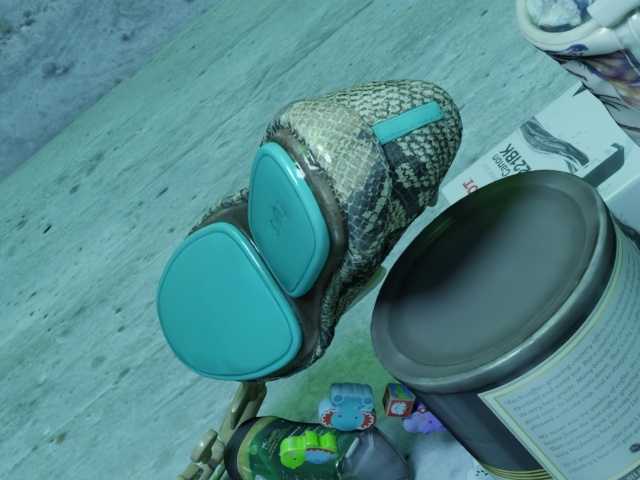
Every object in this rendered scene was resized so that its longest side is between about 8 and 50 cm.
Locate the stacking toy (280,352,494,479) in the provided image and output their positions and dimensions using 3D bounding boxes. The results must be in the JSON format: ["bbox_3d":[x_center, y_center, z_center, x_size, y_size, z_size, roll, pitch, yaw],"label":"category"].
[{"bbox_3d":[0.061,0.155,1.349,0.167,0.221,0.052,-100,20,-55],"label":"stacking toy"}]

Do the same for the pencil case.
[{"bbox_3d":[0.309,-0.103,1.159,0.160,0.410,0.183,-36,37,15],"label":"pencil case"}]

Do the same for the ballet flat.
[{"bbox_3d":[0.000,0.000,1.217,0.182,0.164,0.483,-26,-9,-23],"label":"ballet flat"}]

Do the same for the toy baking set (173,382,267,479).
[{"bbox_3d":[-0.124,0.230,1.509,0.197,0.030,0.256,-46,-15,-46],"label":"toy baking set"}]

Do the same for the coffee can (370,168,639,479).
[{"bbox_3d":[0.198,0.110,1.146,0.201,0.275,0.201,-30,32,21],"label":"coffee can"}]

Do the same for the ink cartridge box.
[{"bbox_3d":[0.274,-0.054,1.430,0.273,0.114,0.197,-39,30,8],"label":"ink cartridge box"}]

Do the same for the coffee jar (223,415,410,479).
[{"bbox_3d":[-0.008,0.219,1.430,0.184,0.096,0.079,-3,44,47],"label":"coffee jar"}]
